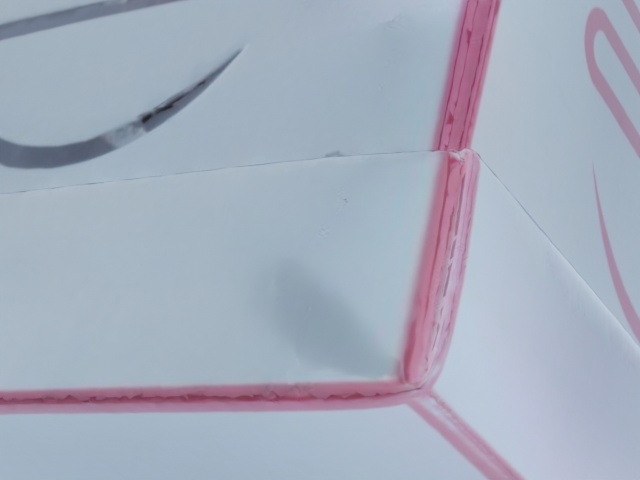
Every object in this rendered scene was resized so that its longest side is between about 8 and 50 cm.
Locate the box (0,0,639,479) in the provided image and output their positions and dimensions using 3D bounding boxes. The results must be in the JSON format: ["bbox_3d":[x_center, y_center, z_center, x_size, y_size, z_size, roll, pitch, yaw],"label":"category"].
[{"bbox_3d":[0.000,0.000,0.612,0.314,0.312,0.300,-5,-123,32],"label":"box"}]
